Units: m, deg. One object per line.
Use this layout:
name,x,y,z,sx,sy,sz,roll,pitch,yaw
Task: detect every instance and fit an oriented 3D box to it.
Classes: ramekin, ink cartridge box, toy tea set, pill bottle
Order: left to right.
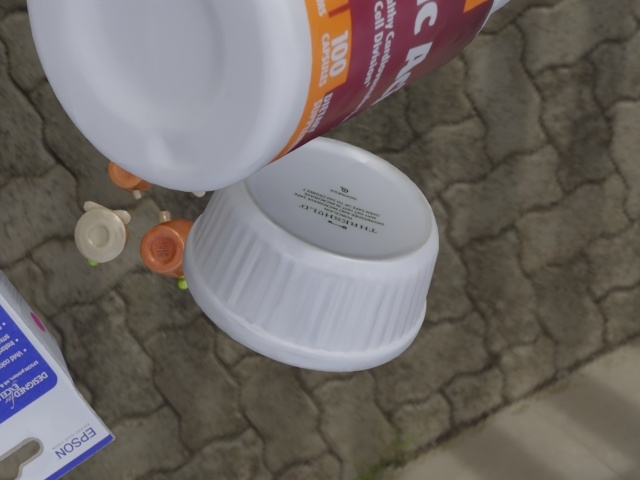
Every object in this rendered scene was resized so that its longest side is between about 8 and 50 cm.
ink cartridge box,-0.340,0.060,0.958,0.176,0.069,0.371,-34,106,-1
toy tea set,-0.245,-0.094,1.927,0.200,0.124,0.336,23,95,10
pill bottle,-0.001,-0.204,0.897,0.392,0.224,0.224,-35,120,-46
ramekin,0.000,0.000,1.273,0.273,0.273,0.127,5,128,-23
